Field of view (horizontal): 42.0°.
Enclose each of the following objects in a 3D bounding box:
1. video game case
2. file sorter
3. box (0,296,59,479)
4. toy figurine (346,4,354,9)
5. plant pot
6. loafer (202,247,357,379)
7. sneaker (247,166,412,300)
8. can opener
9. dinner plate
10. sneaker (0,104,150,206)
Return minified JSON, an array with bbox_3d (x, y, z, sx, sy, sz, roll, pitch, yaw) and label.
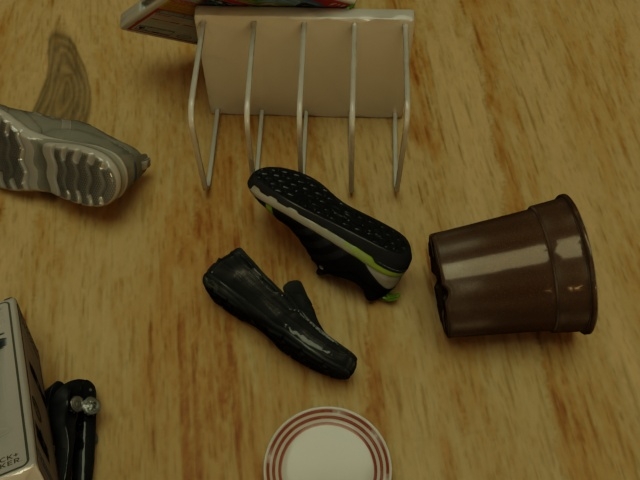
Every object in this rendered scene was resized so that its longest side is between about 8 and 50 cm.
[{"bbox_3d":[-0.117,-0.305,1.099,0.204,0.285,0.025,4,86,-34],"label":"video game case"},{"bbox_3d":[-0.021,-0.172,1.087,0.277,0.193,0.173,1,60,0],"label":"file sorter"},{"bbox_3d":[-0.366,0.191,0.846,0.169,0.087,0.290,-21,35,-14],"label":"box"},{"bbox_3d":[-0.040,-0.386,1.283,0.159,0.130,0.173,10,35,17],"label":"toy figurine"},{"bbox_3d":[0.217,0.039,0.978,0.165,0.167,0.167,-9,57,3],"label":"plant pot"},{"bbox_3d":[-0.042,0.082,0.989,0.223,0.076,0.078,33,71,23],"label":"loafer"},{"bbox_3d":[0.000,0.000,1.026,0.234,0.097,0.084,33,32,11],"label":"sneaker"},{"bbox_3d":[-0.271,0.239,0.909,0.059,0.073,0.186,15,52,-38],"label":"can opener"},{"bbox_3d":[0.008,0.251,0.917,0.141,0.017,0.141,0,57,1],"label":"dinner plate"},{"bbox_3d":[-0.360,-0.117,1.125,0.281,0.105,0.115,23,26,18],"label":"sneaker"}]
